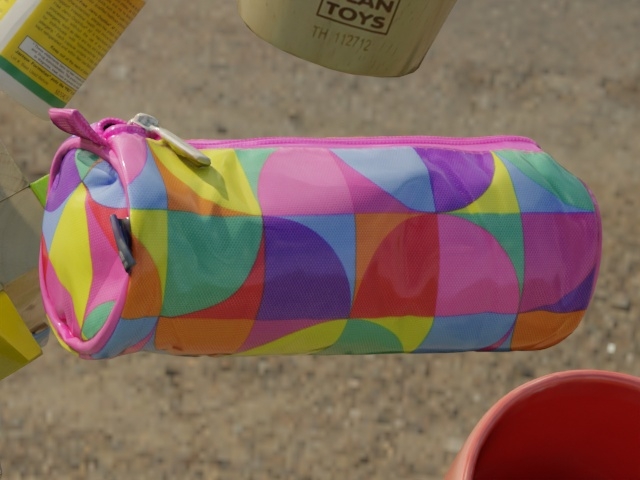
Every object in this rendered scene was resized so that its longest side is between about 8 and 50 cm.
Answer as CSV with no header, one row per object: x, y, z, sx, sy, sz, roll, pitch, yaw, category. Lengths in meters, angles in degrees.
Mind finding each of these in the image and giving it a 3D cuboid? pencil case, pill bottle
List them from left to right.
-0.225,-0.221,1.692,0.117,0.208,0.117,38,1,0,pill bottle
0.000,0.000,0.781,0.236,0.104,0.104,2,29,-29,pencil case

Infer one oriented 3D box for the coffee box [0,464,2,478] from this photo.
-0.333,0.098,1.548,0.098,0.141,0.246,-7,70,-19,coffee box

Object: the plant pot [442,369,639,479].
0.159,0.261,1.268,0.275,0.243,0.275,16,49,-18,plant pot

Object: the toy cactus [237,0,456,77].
0.034,-0.109,0.287,0.219,0.180,0.112,8,26,-23,toy cactus

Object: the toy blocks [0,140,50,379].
-0.320,0.074,1.237,0.381,0.261,0.191,-30,81,-19,toy blocks
